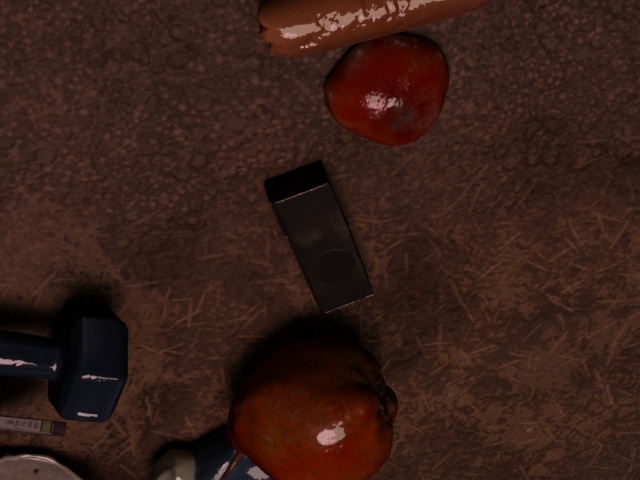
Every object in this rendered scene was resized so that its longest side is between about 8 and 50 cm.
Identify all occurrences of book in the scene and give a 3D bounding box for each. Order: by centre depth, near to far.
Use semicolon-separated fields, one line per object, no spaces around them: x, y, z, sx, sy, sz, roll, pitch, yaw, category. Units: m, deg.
-0.450;0.230;1.960;0.157;0.026;0.231;2;171;24;book

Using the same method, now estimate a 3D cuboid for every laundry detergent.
-0.101;0.345;2.232;0.289;0.094;0.143;7;129;-21;laundry detergent

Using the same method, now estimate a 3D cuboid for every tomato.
0.089;-0.172;1.849;0.155;0.069;0.156;-8;131;-10;tomato

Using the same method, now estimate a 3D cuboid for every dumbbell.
-0.408;0.140;1.933;0.324;0.160;0.144;10;95;-23;dumbbell

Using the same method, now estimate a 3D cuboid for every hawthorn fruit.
-0.030;0.246;2.095;0.262;0.210;0.210;-24;133;16;hawthorn fruit

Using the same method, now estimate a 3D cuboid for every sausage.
0.069;-0.272;1.743;0.289;0.086;0.086;-16;133;-3;sausage

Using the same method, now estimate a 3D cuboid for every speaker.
0.000;0.000;1.991;0.082;0.044;0.218;-20;133;2;speaker

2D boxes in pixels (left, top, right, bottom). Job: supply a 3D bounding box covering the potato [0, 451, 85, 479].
-0.433;0.441;2.144;0.299;0.247;0.196;8;146;-19;potato
